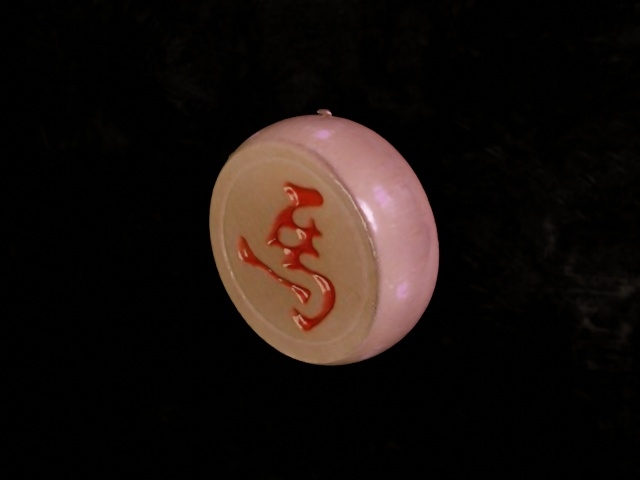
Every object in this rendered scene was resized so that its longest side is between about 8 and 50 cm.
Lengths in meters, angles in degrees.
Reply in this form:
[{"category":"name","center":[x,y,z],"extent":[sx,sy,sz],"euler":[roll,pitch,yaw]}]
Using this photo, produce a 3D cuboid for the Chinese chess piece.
[{"category":"Chinese chess piece","center":[0.000,0.000,1.690],"extent":[0.273,0.102,0.273],"euler":[19,119,39]}]
